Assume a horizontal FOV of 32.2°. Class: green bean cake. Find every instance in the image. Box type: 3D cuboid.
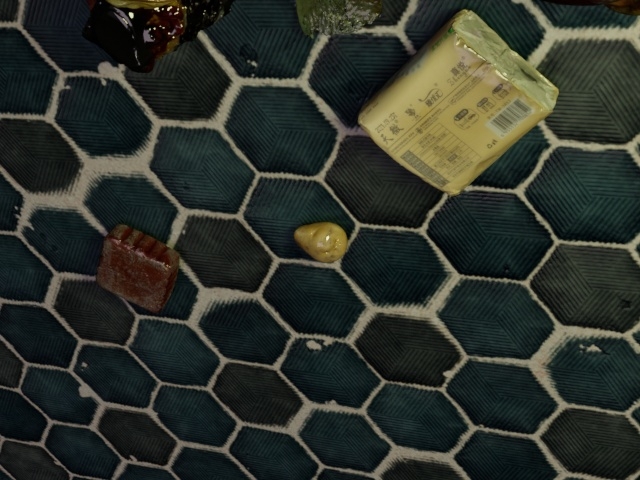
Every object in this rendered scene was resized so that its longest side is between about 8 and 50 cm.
[{"bbox_3d":[-0.314,0.047,1.911,0.135,0.056,0.136,25,133,2],"label":"green bean cake"}]

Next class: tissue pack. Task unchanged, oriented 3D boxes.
[{"bbox_3d":[0.181,-0.177,1.485,0.186,0.090,0.222,37,134,-10],"label":"tissue pack"}]

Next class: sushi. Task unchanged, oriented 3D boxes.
[{"bbox_3d":[-0.244,-0.314,1.524,0.172,0.150,0.153,-24,114,37],"label":"sushi"}]

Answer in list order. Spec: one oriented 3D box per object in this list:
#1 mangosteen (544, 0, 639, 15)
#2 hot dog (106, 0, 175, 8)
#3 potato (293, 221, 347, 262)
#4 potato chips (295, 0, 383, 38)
[{"bbox_3d":[0.311,-0.382,1.144,0.346,0.307,0.307,16,140,-31],"label":"mangosteen"},{"bbox_3d":[-0.210,-0.428,1.393,0.196,0.122,0.272,11,109,-6],"label":"hot dog"},{"bbox_3d":[0.000,0.000,1.735,0.083,0.062,0.068,22,120,36],"label":"potato"},{"bbox_3d":[0.033,-0.344,1.462,0.142,0.026,0.209,43,132,-16],"label":"potato chips"}]
